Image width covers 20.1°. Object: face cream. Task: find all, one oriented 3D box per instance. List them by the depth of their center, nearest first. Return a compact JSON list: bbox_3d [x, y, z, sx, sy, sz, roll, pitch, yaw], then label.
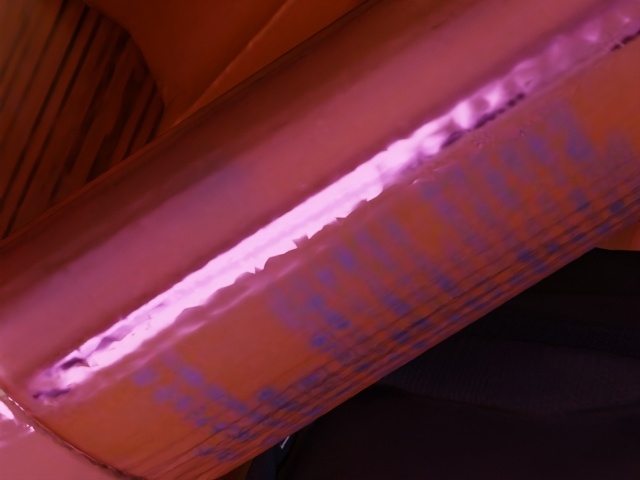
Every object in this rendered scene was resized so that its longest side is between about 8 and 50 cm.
[{"bbox_3d":[0.000,0.000,0.447,0.067,0.285,0.139,61,10,22],"label":"face cream"}]

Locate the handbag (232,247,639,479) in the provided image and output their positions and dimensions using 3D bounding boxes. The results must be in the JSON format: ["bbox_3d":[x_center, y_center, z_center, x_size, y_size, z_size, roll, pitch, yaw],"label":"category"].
[{"bbox_3d":[0.104,0.130,0.564,0.222,0.241,0.263,49,62,-38],"label":"handbag"}]

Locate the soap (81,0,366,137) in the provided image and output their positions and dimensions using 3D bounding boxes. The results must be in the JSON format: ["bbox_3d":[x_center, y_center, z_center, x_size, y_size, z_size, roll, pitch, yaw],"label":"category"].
[{"bbox_3d":[0.093,-0.145,0.466,0.204,0.324,0.096,-14,67,-45],"label":"soap"}]
